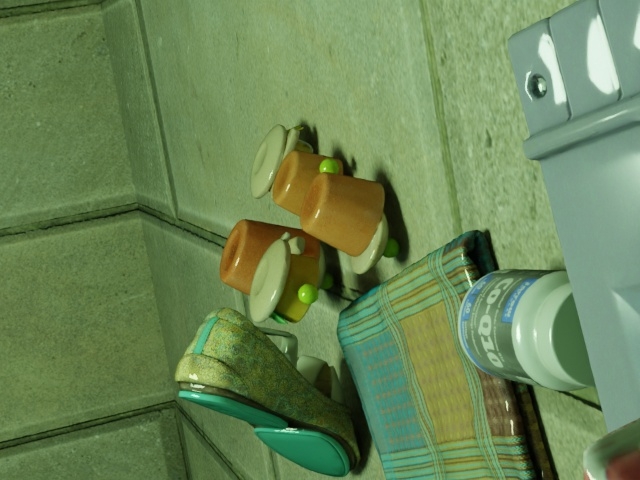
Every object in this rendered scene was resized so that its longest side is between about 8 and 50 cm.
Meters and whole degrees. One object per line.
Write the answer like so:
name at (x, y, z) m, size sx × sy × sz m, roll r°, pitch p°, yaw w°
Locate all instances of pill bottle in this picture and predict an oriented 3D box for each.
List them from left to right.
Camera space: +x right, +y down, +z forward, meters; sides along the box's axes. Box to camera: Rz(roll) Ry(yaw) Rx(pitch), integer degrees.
pill bottle at (0.149, 0.058, 0.848) m, size 0.137 × 0.078 × 0.078 m, roll 176°, pitch 82°, yaw -74°

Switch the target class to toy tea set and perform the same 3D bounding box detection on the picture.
toy tea set at (0.000, 0.000, 1.338) m, size 0.200 × 0.124 × 0.336 m, roll -69°, pitch 18°, yaw 6°

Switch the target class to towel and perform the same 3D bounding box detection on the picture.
towel at (0.103, 0.157, 1.157) m, size 0.370 × 0.040 × 0.271 m, roll 136°, pitch 120°, yaw -71°

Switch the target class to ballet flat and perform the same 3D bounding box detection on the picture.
ballet flat at (-0.037, 0.165, 1.408) m, size 0.348 × 0.123 × 0.123 m, roll 42°, pitch -159°, yaw -54°

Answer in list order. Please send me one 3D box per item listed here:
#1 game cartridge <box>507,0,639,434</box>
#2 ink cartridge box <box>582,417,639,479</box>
game cartridge at (0.206, 0.039, 0.583) m, size 0.230 × 0.068 × 0.354 m, roll -23°, pitch 80°, yaw 63°
ink cartridge box at (0.224, 0.221, 0.351) m, size 0.279 × 0.160 × 0.384 m, roll 44°, pitch 156°, yaw 43°
